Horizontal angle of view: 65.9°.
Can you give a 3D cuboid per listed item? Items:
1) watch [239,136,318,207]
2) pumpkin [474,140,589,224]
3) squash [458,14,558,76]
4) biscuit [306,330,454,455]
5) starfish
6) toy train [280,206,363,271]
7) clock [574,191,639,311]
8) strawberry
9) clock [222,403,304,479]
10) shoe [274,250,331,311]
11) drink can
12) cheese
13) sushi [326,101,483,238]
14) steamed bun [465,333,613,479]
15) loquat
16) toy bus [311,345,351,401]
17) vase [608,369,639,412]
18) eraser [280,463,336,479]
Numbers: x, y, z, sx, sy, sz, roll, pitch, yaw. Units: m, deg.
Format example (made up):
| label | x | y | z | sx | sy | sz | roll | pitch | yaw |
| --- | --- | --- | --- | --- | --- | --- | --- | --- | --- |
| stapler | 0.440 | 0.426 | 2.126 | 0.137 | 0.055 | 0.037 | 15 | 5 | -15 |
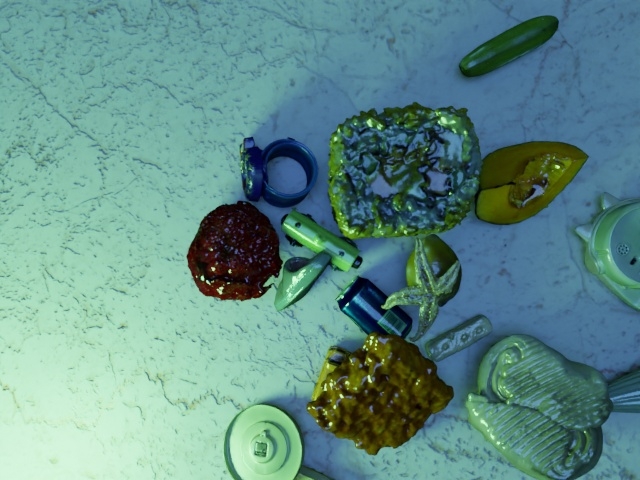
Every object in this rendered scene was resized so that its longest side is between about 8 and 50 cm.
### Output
| label | x | y | z | sx | sy | sz | roll | pitch | yaw |
| --- | --- | --- | --- | --- | --- | --- | --- | --- | --- |
| watch | -0.115 | -0.189 | 1.340 | 0.200 | 0.171 | 0.196 | -1 | 87 | -13 |
| pumpkin | 0.538 | -0.157 | 1.344 | 0.312 | 0.169 | 0.148 | -16 | 47 | -2 |
| squash | 0.512 | -0.531 | 1.355 | 0.293 | 0.082 | 0.082 | -27 | 88 | 3 |
| biscuit | 0.164 | 0.406 | 1.283 | 0.312 | 0.110 | 0.318 | -45 | 119 | 8 |
| starfish | 0.245 | 0.131 | 1.233 | 0.138 | 0.050 | 0.247 | 28 | 100 | 9 |
| toy train | 0.000 | 0.000 | 1.321 | 0.253 | 0.157 | 0.105 | 32 | 87 | 4 |
| clock | 0.853 | 0.019 | 1.318 | 0.324 | 0.108 | 0.265 | 38 | 91 | 3 |
| strawberry | -0.235 | 0.031 | 1.284 | 0.274 | 0.220 | 0.274 | -2 | 81 | 17 |
| clock | -0.158 | 0.566 | 1.343 | 0.235 | 0.029 | 0.234 | -4 | 76 | 16 |
| shoe | -0.065 | 0.095 | 1.305 | 0.100 | 0.103 | 0.251 | 50 | 131 | 8 |
| drink can | 0.144 | 0.193 | 1.333 | 0.205 | 0.118 | 0.118 | 43 | 90 | 3 |
| cheese | 0.383 | 0.270 | 1.362 | 0.194 | 0.043 | 0.064 | -29 | 93 | -1 |
| sushi | 0.208 | -0.183 | 1.279 | 0.397 | 0.240 | 0.351 | -4 | 90 | 5 |
| steamed bun | 0.552 | 0.438 | 1.273 | 0.324 | 0.219 | 0.309 | 25 | 74 | 27 |
| loquat | 0.302 | 0.080 | 1.313 | 0.152 | 0.152 | 0.195 | -10 | 90 | 2 |
| toy bus | 0.030 | 0.375 | 1.353 | 0.070 | 0.074 | 0.162 | 20 | 91 | 4 |
| vase | 0.875 | 0.397 | 1.305 | 0.248 | 0.128 | 0.128 | -15 | 88 | 10 |
| eraser | -0.058 | 0.738 | 1.350 | 0.158 | 0.069 | 0.226 | 23 | 89 | 4 |
